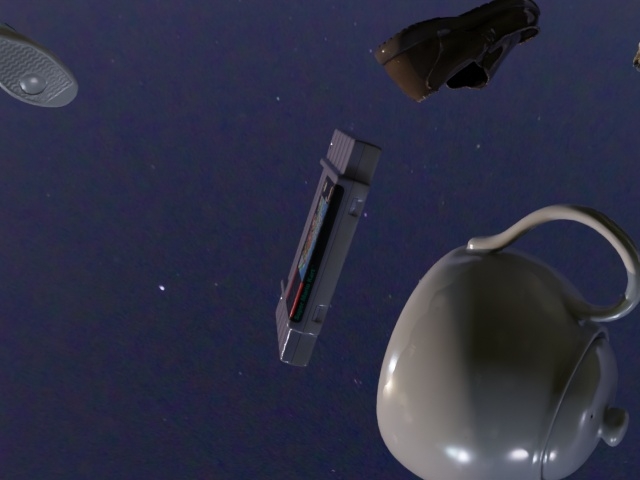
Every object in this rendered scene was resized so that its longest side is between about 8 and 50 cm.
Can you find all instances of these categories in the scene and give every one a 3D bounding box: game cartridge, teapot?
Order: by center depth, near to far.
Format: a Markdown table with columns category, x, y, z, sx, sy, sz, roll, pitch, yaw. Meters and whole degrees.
| category | x | y | z | sx | sy | sz | roll | pitch | yaw |
| --- | --- | --- | --- | --- | --- | --- | --- | --- | --- |
| teapot | 0.185 | 0.127 | 0.615 | 0.187 | 0.256 | 0.252 | 19 | -109 | 34 |
| game cartridge | 0.000 | 0.000 | 1.080 | 0.068 | 0.230 | 0.355 | 17 | -79 | -5 |

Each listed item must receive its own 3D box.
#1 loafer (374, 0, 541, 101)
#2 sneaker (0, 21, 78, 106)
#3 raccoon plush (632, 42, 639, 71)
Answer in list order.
| category | x | y | z | sx | sy | sz | roll | pitch | yaw |
| --- | --- | --- | --- | --- | --- | --- | --- | --- | --- |
| loafer | 0.251 | -0.319 | 1.155 | 0.366 | 0.134 | 0.130 | -25 | -86 | -29 |
| sneaker | -0.490 | -0.308 | 1.014 | 0.094 | 0.256 | 0.151 | -47 | -138 | 18 |
| raccoon plush | 0.589 | -0.229 | 0.781 | 0.299 | 0.216 | 0.446 | -43 | -144 | 11 |
